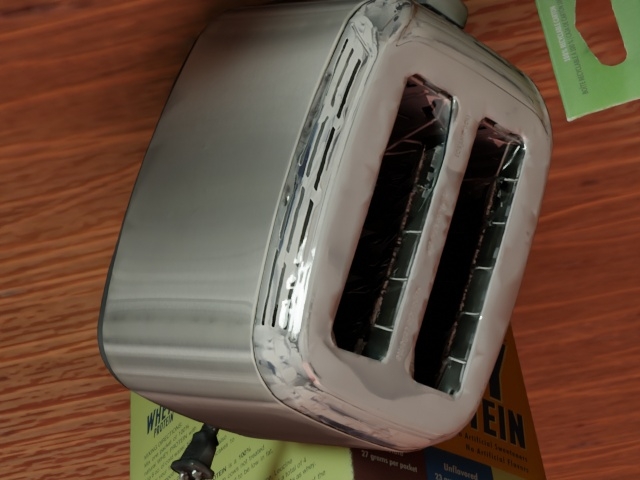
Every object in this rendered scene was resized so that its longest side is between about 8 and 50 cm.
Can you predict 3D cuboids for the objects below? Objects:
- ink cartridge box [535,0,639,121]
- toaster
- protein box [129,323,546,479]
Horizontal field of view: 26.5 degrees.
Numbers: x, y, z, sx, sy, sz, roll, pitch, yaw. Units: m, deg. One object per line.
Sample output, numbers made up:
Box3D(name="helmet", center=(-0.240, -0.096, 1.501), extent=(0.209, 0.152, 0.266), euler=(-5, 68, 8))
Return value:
Box3D(name="ink cartridge box", center=(0.182, -0.136, 0.544), extent=(0.209, 0.109, 0.062), euler=(-19, 137, 14))
Box3D(name="toaster", center=(0.000, 0.000, 0.574), extent=(0.129, 0.227, 0.146), euler=(27, 164, -32))
Box3D(name="protein box", center=(0.003, 0.123, 0.746), extent=(0.136, 0.201, 0.200), euler=(23, 131, -30))
